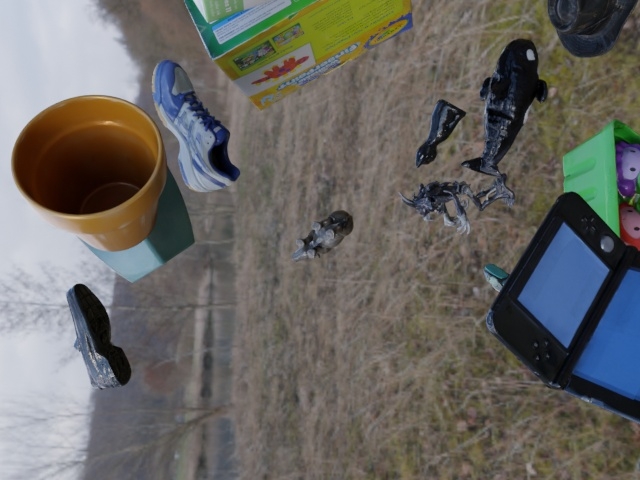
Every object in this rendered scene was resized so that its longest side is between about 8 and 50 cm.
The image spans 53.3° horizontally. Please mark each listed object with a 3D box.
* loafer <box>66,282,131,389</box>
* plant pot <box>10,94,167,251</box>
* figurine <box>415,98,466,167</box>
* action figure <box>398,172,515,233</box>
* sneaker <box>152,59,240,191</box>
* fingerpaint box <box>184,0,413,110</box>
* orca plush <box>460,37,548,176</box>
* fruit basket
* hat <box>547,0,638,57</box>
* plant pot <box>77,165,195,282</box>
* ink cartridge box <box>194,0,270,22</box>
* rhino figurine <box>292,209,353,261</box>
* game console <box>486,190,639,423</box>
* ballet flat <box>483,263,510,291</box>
[{"bbox_3d":[-0.350,0.149,0.964,0.062,0.061,0.170,-34,-76,-75],"label":"loafer"},{"bbox_3d":[-0.327,-0.080,0.962,0.188,0.205,0.205,98,173,-64],"label":"plant pot"},{"bbox_3d":[0.356,-0.322,1.973,0.209,0.092,0.215,-61,-5,14],"label":"figurine"},{"bbox_3d":[0.344,-0.090,1.615,0.164,0.275,0.141,-88,-12,-72],"label":"action figure"},{"bbox_3d":[-0.257,-0.251,1.379,0.112,0.131,0.296,-48,-53,-48],"label":"sneaker"},{"bbox_3d":[-0.027,-0.516,1.451,0.163,0.444,0.371,64,-172,9],"label":"fingerpaint box"},{"bbox_3d":[0.359,-0.283,1.315,0.151,0.102,0.287,40,111,39],"label":"orca plush"},{"bbox_3d":[0.806,-0.098,1.542,0.392,0.283,0.392,-28,53,45],"label":"fruit basket"},{"bbox_3d":[0.714,-0.674,1.761,0.331,0.134,0.331,176,90,-70],"label":"hat"},{"bbox_3d":[-0.360,-0.054,1.207,0.165,0.234,0.166,-27,10,34],"label":"plant pot"},{"bbox_3d":[-0.080,-0.537,1.116,0.207,0.353,0.119,60,166,28],"label":"ink cartridge box"},{"bbox_3d":[0.000,0.000,1.582,0.073,0.106,0.243,56,142,7],"label":"rhino figurine"},{"bbox_3d":[0.446,0.091,0.981,0.293,0.250,0.173,-53,15,-20],"label":"game console"},{"bbox_3d":[0.539,0.131,1.842,0.188,0.070,0.070,-126,41,-60],"label":"ballet flat"}]
